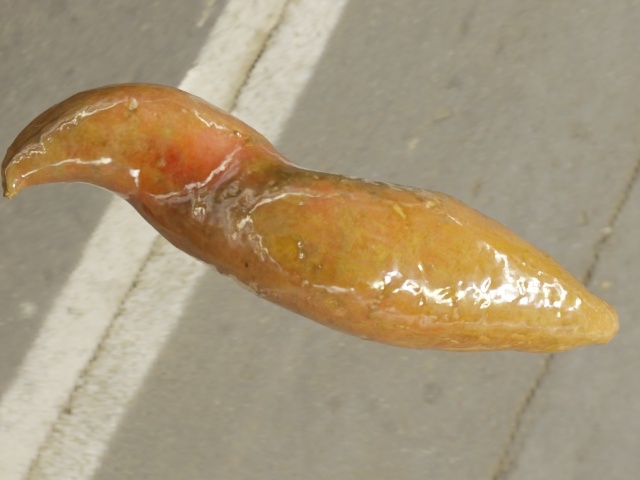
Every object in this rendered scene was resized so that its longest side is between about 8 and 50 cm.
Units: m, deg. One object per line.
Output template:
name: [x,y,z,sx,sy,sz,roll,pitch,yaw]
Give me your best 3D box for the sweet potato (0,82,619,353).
sweet potato: [0.001,-0.002,0.493,0.202,0.058,0.055,22,80,-3]
